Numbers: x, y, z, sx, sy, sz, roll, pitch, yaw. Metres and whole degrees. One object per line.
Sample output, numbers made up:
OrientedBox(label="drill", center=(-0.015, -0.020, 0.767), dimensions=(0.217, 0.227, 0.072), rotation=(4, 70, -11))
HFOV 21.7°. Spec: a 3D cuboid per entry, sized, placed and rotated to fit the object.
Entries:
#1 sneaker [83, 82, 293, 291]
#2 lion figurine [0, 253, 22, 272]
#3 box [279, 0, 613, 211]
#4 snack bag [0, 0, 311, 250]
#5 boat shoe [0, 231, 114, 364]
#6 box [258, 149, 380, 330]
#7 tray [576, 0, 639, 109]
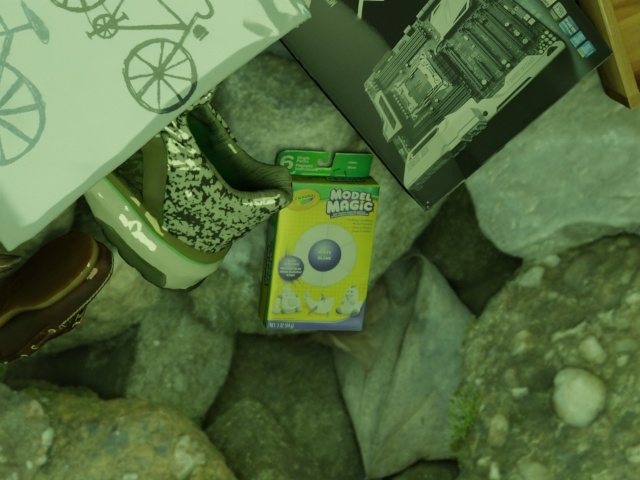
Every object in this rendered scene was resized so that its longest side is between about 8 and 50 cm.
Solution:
OrientedBox(label="sneaker", center=(-0.173, -0.137, 1.479), dimensions=(0.182, 0.158, 0.410), rotation=(-25, 125, 31))
OrientedBox(label="lion figurine", center=(-0.491, 0.062, 1.514), dimensions=(0.392, 0.142, 0.240), rotation=(-41, 90, -14))
OrientedBox(label="box", center=(0.094, -0.219, 1.592), dimensions=(0.242, 0.076, 0.307), rotation=(-40, 113, 1))
OrientedBox(label="snack bag", center=(-0.229, -0.212, 1.363), dimensions=(0.342, 0.037, 0.323), rotation=(-38, 107, 3))
OrientedBox(label="boat shoe", center=(-0.258, 0.057, 1.562), dimensions=(0.207, 0.073, 0.073), rotation=(-27, 133, 36))
OrientedBox(label="box", center=(0.000, 0.000, 1.659), dimensions=(0.105, 0.043, 0.179), rotation=(1, 106, -15))
OrientedBox(label="tray", center=(0.449, -0.309, 1.658), dimensions=(0.410, 0.076, 0.203), rotation=(-25, 112, -7))
